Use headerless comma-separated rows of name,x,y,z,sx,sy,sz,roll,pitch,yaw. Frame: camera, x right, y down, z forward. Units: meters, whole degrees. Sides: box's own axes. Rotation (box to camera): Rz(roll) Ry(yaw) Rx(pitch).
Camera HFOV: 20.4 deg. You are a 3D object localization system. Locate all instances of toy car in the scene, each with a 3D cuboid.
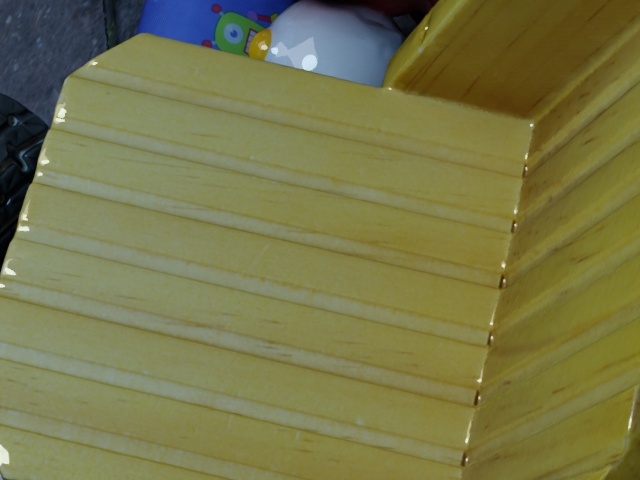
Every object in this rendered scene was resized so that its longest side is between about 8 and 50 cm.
toy car,0.003,-0.145,1.194,0.238,0.210,0.219,-66,29,10

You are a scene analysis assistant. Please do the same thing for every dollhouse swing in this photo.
dollhouse swing,0.000,0.000,0.954,0.315,0.305,0.347,134,153,-65

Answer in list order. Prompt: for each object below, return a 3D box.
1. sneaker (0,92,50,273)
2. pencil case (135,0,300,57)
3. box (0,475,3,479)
sneaker,-0.253,0.016,1.257,0.147,0.330,0.130,35,53,25
pencil case,-0.082,-0.090,1.302,0.119,0.133,0.306,-46,31,53
box,-0.208,0.247,1.205,0.145,0.038,0.186,-49,66,12
